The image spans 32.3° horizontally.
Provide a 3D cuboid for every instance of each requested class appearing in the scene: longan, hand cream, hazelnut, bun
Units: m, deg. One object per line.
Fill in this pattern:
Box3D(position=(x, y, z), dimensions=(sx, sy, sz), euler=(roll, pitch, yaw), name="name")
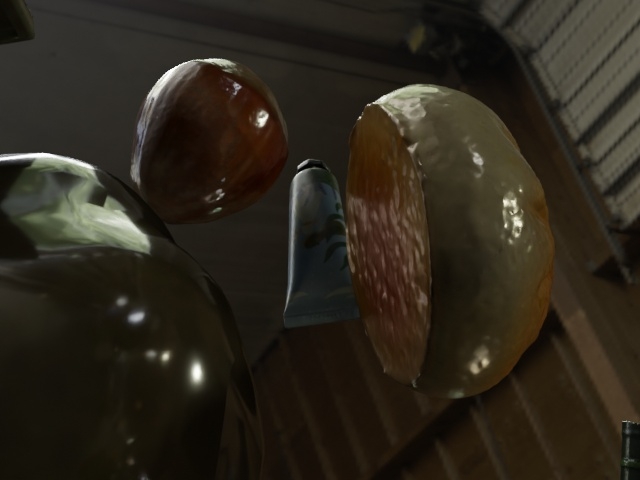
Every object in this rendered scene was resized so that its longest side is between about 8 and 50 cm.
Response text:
Box3D(position=(-0.217, 0.125, 0.779), dimensions=(0.404, 0.336, 0.405), euler=(-27, -127, 43), name="longan")
Box3D(position=(0.000, 0.000, 1.271), dimensions=(0.271, 0.091, 0.058), euler=(-94, 178, -51), name="hand cream")
Box3D(position=(-0.131, -0.107, 1.267), dimensions=(0.214, 0.176, 0.214), euler=(-54, -175, 7), name="hazelnut")
Box3D(position=(0.133, -0.005, 1.055), dimensions=(0.299, 0.164, 0.299), euler=(174, -90, -75), name="bun")

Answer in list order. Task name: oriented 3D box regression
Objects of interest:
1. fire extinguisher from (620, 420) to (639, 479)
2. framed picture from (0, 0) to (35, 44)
Box3D(position=(0.345, 0.333, 1.107), dimensions=(0.093, 0.118, 0.294), euler=(163, -67, -66), name="fire extinguisher")
Box3D(position=(-0.471, -0.182, 0.877), dimensions=(0.326, 0.446, 0.028), euler=(137, -58, -80), name="framed picture")
